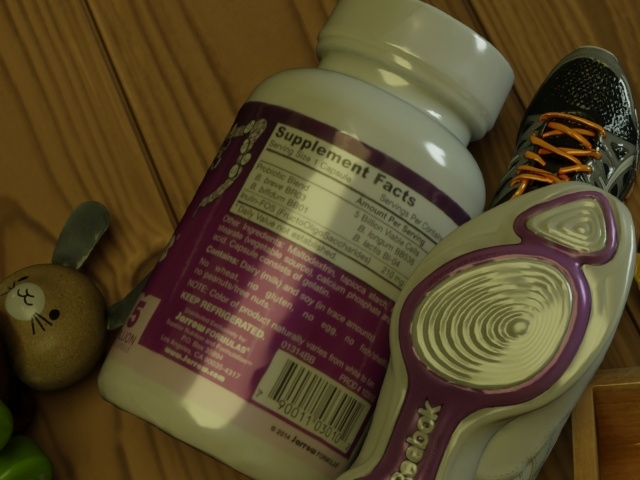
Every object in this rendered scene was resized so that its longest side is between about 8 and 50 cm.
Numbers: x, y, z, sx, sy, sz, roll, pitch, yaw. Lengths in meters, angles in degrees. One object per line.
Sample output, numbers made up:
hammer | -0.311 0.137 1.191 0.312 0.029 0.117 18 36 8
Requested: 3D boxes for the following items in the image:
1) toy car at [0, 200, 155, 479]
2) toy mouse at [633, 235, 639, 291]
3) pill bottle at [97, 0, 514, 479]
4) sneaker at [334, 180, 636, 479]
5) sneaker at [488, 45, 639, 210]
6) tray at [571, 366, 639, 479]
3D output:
toy car | -0.194 0.055 1.056 0.188 0.149 0.155 -39 58 -12
toy mouse | 0.268 0.031 1.003 0.143 0.031 0.161 6 76 15
pill bottle | 0.000 0.000 1.001 0.169 0.169 0.302 25 80 19
sneaker | 0.086 0.100 0.949 0.114 0.152 0.305 33 96 17
sneaker | 0.150 -0.029 1.022 0.084 0.083 0.215 13 76 18
tray | 0.349 0.154 0.879 0.410 0.076 0.203 -5 42 11
